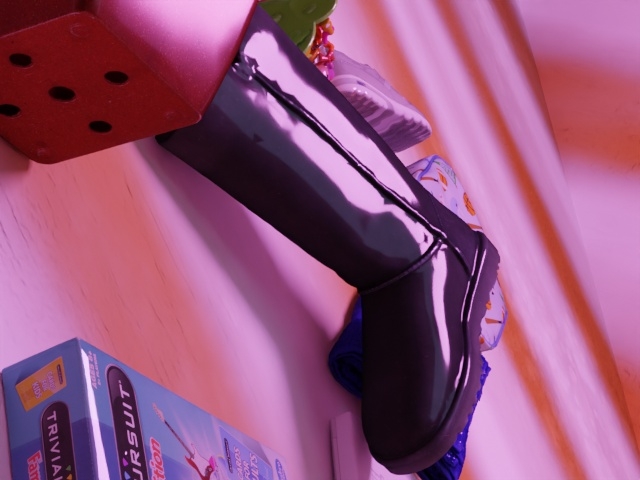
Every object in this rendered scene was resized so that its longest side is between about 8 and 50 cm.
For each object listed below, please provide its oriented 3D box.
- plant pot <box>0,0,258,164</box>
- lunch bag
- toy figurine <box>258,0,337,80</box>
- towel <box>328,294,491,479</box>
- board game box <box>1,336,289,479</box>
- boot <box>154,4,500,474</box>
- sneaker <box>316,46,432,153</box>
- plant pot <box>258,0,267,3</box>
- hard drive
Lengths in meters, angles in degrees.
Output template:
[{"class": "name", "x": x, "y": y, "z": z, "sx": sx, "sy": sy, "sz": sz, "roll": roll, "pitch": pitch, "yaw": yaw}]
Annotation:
[{"class": "plant pot", "x": -0.214, "y": -0.222, "z": 1.366, "sx": 0.267, "sy": 0.267, "sz": 0.236, "roll": 42, "pitch": 42, "yaw": -51}, {"class": "lunch bag", "x": 0.171, "y": 0.024, "z": 2.324, "sx": 0.303, "sy": 0.115, "sz": 0.243, "roll": 64, "pitch": 21, "yaw": -9}, {"class": "toy figurine", "x": -0.030, "y": -0.226, "z": 2.036, "sx": 0.130, "sy": 0.173, "sz": 0.159, "roll": 42, "pitch": -13, "yaw": 37}, {"class": "towel", "x": 0.127, "y": 0.164, "z": 2.018, "sx": 0.228, "sy": 0.076, "sz": 0.308, "roll": 50, "pitch": 20, "yaw": -8}, {"class": "board game box", "x": -0.118, "y": 0.257, "z": 1.284, "sx": 0.336, "sy": 0.079, "sz": 0.254, "roll": 40, "pitch": 31, "yaw": -53}, {"class": "boot", "x": 0.000, "y": -0.001, "z": 1.744, "sx": 0.445, "sy": 0.146, "sz": 0.367, "roll": 45, "pitch": 38, "yaw": -26}, {"class": "sneaker", "x": 0.084, "y": -0.217, "z": 2.384, "sx": 0.281, "sy": 0.105, "sz": 0.115, "roll": 33, "pitch": 37, "yaw": -58}, {"class": "plant pot", "x": -0.087, "y": -0.394, "z": 2.024, "sx": 0.180, "sy": 0.201, "sz": 0.201, "roll": 66, "pitch": 10, "yaw": -58}, {"class": "hard drive", "x": 0.083, "y": 0.369, "z": 1.762, "sx": 0.203, "sy": 0.040, "sz": 0.307, "roll": 50, "pitch": 25, "yaw": -41}]
